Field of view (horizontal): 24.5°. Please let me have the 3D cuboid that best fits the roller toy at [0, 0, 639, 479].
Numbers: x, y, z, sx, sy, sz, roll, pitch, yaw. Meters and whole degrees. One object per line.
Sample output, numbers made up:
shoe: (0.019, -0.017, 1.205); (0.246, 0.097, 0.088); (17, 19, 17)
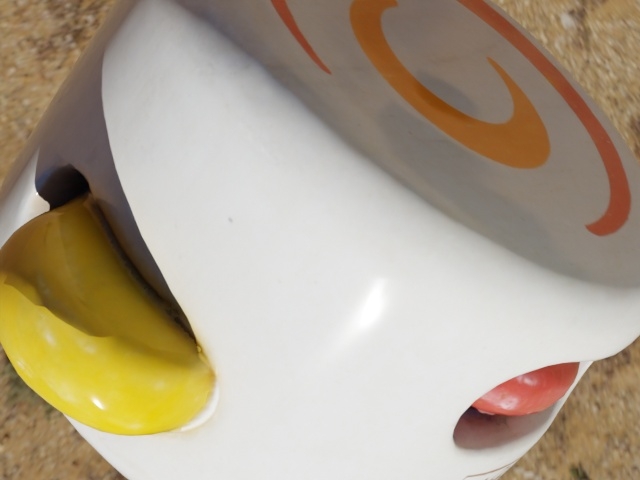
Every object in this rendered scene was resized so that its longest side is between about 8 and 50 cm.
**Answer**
roller toy: (0.000, 0.000, 0.475); (0.191, 0.209, 0.146); (29, 120, -19)
